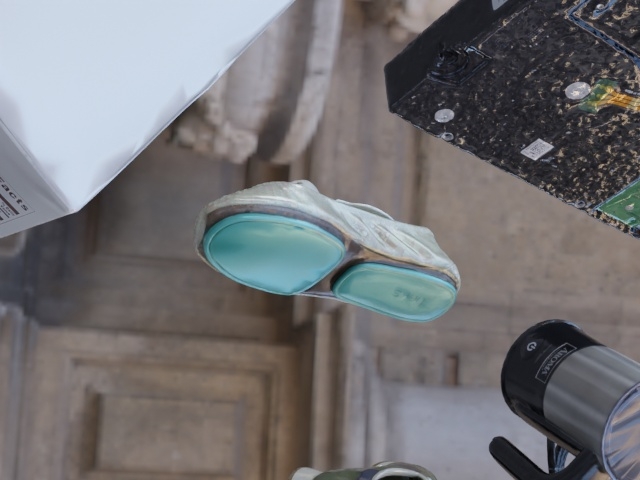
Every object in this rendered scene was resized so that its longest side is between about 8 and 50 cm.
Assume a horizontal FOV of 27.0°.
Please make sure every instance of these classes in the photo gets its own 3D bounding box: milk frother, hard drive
[{"bbox_3d":[0.212,0.147,0.978,0.129,0.143,0.135,-61,-152,2],"label":"milk frother"},{"bbox_3d":[0.256,-0.133,1.174,0.237,0.339,0.064,-38,-138,38],"label":"hard drive"}]

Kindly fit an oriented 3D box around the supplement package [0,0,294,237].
[{"bbox_3d":[-0.151,-0.107,0.617,0.203,0.149,0.194,-14,-152,48],"label":"supplement package"}]

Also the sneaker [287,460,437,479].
[{"bbox_3d":[0.060,0.204,1.020,0.086,0.192,0.064,0,-99,36],"label":"sneaker"}]

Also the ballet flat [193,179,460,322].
[{"bbox_3d":[0.000,0.000,0.639,0.057,0.168,0.052,-40,-130,27],"label":"ballet flat"}]
